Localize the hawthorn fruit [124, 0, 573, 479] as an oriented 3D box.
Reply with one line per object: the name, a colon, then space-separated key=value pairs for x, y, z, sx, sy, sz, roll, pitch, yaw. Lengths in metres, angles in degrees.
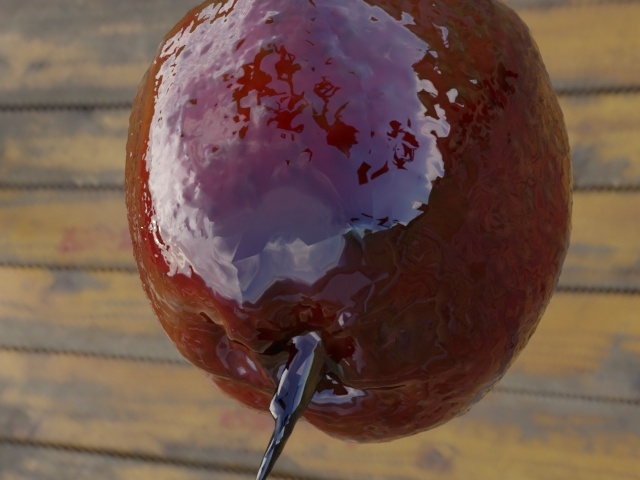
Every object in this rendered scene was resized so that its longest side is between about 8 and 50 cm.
hawthorn fruit: x=0.000 y=0.000 z=1.012 sx=0.254 sy=0.254 sz=0.300 roll=-9 pitch=48 yaw=39
